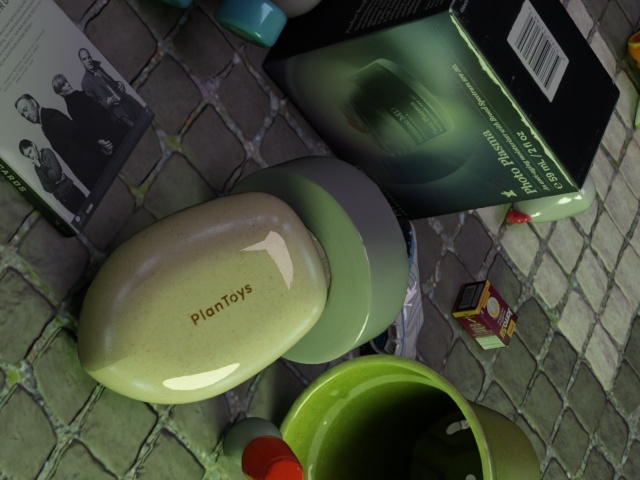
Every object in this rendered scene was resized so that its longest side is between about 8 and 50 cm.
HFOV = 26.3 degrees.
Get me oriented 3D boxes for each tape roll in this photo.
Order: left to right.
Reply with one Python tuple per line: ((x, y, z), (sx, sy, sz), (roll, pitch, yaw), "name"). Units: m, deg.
((-0.011, 0.020, 1.492), (0.072, 0.219, 0.219), (-23, 99, -47), "tape roll")

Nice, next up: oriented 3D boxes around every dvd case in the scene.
((-0.285, -0.147, 1.374), (0.239, 0.029, 0.179), (48, 51, -28), "dvd case")

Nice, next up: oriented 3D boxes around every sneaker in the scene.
((0.098, 0.068, 1.721), (0.083, 0.071, 0.191), (16, 78, -51), "sneaker")

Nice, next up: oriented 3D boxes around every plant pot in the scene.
((0.124, 0.276, 1.580), (0.254, 0.276, 0.276), (13, 72, -57), "plant pot")

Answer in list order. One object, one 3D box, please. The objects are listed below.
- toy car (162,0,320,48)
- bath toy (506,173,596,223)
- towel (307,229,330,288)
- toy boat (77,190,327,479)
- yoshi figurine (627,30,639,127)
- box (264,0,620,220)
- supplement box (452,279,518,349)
((-0.068, -0.329, 1.568), (0.219, 0.210, 0.238), (-63, 168, -3), "toy car")
((0.258, -0.165, 1.895), (0.129, 0.151, 0.348), (-33, 113, -6), "bath toy")
((0.000, 0.000, 1.651), (0.148, 0.027, 0.110), (-43, 112, -43), "towel")
((-0.105, 0.119, 1.423), (0.267, 0.148, 0.318), (-24, 105, -13), "toy boat")
((0.665, -0.205, 2.295), (0.203, 0.203, 0.362), (-47, 119, -49), "yoshi figurine")
((0.148, -0.191, 1.653), (0.296, 0.294, 0.183), (48, 53, -29), "box")
((0.223, 0.101, 1.858), (0.083, 0.043, 0.055), (47, 50, -31), "supplement box")
